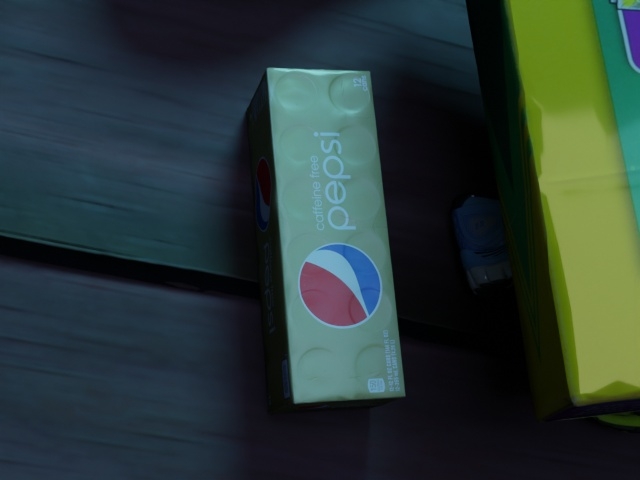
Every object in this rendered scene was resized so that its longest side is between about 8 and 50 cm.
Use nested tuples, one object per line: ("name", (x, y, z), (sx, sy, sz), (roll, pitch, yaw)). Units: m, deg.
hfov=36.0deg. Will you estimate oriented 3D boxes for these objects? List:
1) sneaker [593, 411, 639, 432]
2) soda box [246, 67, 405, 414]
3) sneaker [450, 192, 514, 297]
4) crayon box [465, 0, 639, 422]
("sneaker", (0.286, 0.033, 0.566), (0.295, 0.109, 0.124), (-6, 71, -7))
("soda box", (0.000, 0.000, 0.535), (0.061, 0.058, 0.181), (-1, 76, -16))
("sneaker", (0.149, -0.028, 0.583), (0.162, 0.063, 0.073), (-21, 78, -20))
("crayon box", (0.267, -0.088, 0.493), (0.362, 0.106, 0.313), (-7, 77, 0))
